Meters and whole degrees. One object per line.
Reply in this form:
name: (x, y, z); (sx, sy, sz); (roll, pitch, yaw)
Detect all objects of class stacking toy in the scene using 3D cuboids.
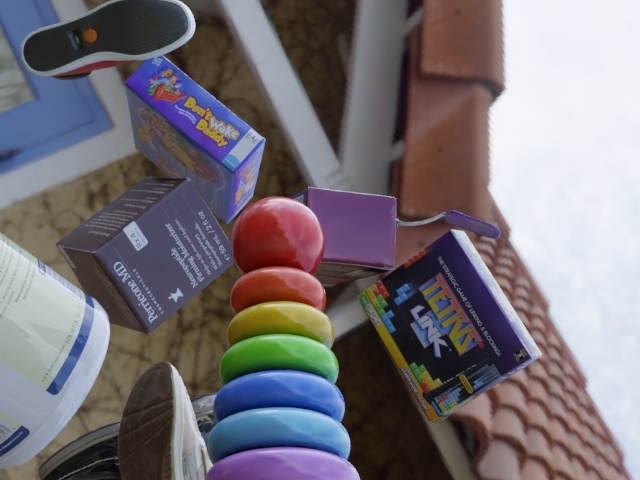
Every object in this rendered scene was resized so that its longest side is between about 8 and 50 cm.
stacking toy: (-0.036, 0.111, 0.975); (0.141, 0.141, 0.330); (104, -13, -58)

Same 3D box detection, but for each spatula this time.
spatula: (0.152, -0.034, 1.817); (0.084, 0.296, 0.030); (90, 5, -78)

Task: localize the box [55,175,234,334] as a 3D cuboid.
box: (-0.281, 0.019, 1.776); (0.167, 0.203, 0.168); (6, -48, 55)

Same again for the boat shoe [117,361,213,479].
boat shoe: (-0.214, 0.343, 1.588); (0.110, 0.122, 0.341); (30, 42, -44)

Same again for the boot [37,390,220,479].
boot: (-0.256, 0.432, 1.823); (0.138, 0.377, 0.284); (112, -41, -67)

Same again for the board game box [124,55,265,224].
board game box: (-0.220, -0.168, 1.901); (0.233, 0.078, 0.347); (40, -14, 2)

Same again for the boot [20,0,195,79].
boot: (-0.298, -0.290, 1.586); (0.176, 0.244, 0.088); (-105, -178, -86)

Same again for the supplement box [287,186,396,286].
supplement box: (0.000, 0.000, 1.213); (0.188, 0.104, 0.081); (159, -64, -68)

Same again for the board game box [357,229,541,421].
board game box: (0.143, 0.096, 1.228); (0.170, 0.141, 0.048); (59, 22, 18)

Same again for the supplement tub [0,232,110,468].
supplement tub: (-0.433, 0.089, 1.253); (0.325, 0.235, 0.235); (40, -12, -26)
